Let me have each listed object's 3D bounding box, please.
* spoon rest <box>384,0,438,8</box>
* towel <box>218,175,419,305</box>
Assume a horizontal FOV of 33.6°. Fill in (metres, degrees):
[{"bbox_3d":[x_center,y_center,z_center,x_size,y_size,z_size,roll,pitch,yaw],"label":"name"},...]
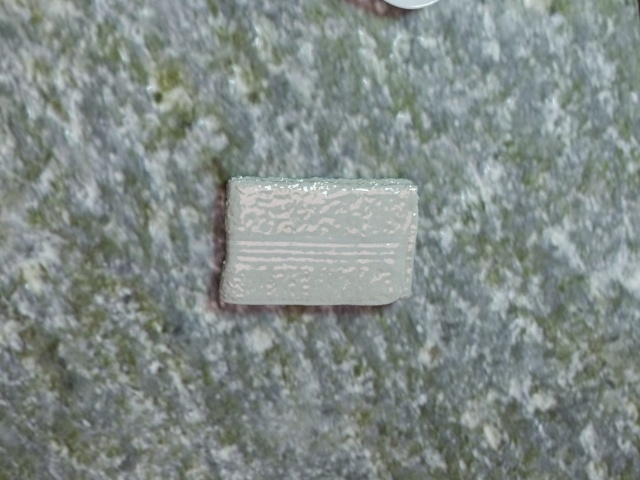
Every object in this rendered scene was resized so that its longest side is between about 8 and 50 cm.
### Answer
[{"bbox_3d":[0.055,-0.379,1.363,0.276,0.084,0.137,7,107,-13],"label":"spoon rest"},{"bbox_3d":[0.000,0.000,1.501,0.282,0.049,0.187,2,107,-11],"label":"towel"}]
